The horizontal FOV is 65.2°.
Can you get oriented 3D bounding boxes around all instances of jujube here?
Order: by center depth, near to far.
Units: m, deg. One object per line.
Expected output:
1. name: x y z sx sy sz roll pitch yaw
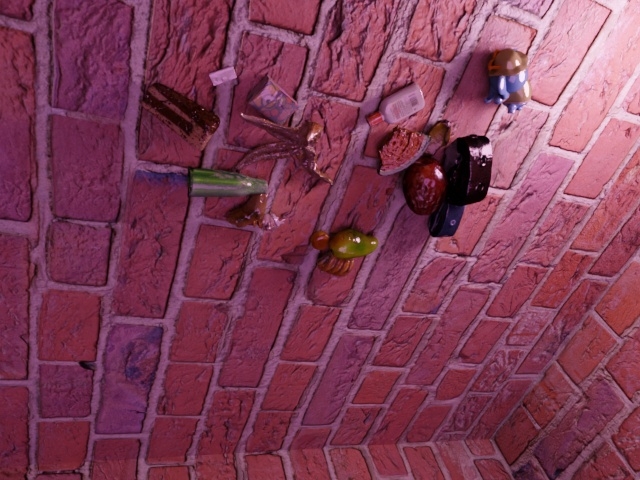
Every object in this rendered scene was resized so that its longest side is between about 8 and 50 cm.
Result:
1. jujube: 0.422 -0.216 2.014 0.183 0.183 0.243 -18 132 -5

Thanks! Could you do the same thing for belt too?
1. belt: 0.597 -0.284 2.011 0.164 0.184 0.289 -11 121 -22
2. belt: 0.560 -0.110 2.179 0.128 0.122 0.218 -2 125 -21

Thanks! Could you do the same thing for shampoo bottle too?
1. shampoo bottle: 0.273 -0.486 1.846 0.221 0.051 0.108 -27 130 4

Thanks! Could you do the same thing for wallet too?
1. wallet: -0.319 -0.539 1.637 0.083 0.011 0.044 -21 130 -3

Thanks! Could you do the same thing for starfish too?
1. starfish: -0.103 -0.316 1.774 0.383 0.132 0.398 -1 164 -13

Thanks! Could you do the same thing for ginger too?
1. ginger: -0.274 -0.114 1.933 0.190 0.069 0.095 -31 116 8

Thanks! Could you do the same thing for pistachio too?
1. pistachio: 0.461 -0.403 1.973 0.089 0.049 0.173 22 125 -7

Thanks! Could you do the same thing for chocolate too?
1. chocolate: -0.338 -0.204 1.832 0.291 0.110 0.110 1 125 -22

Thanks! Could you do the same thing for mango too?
1. mango: 0.141 0.013 2.138 0.233 0.111 0.125 -8 115 -25

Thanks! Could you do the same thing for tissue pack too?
1. tissue pack: -0.162 -0.471 1.708 0.108 0.060 0.148 -42 126 17

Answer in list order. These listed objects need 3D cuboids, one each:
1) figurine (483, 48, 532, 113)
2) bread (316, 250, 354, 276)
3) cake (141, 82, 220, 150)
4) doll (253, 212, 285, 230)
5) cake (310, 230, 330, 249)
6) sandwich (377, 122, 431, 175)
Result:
1. figurine: 0.697 -0.579 1.854 0.180 0.154 0.262 -29 126 -10
2. bread: 0.069 0.098 2.204 0.177 0.084 0.119 22 117 -35
3. cake: -0.450 -0.397 1.623 0.246 0.135 0.112 27 115 -32
4. doll: -0.203 -0.067 1.985 0.127 0.084 0.073 0 129 -7
5. cake: 0.000 0.000 2.129 0.084 0.044 0.084 -9 130 -11
6. sandwich: 0.302 -0.350 1.950 0.159 0.079 0.235 31 108 -23
